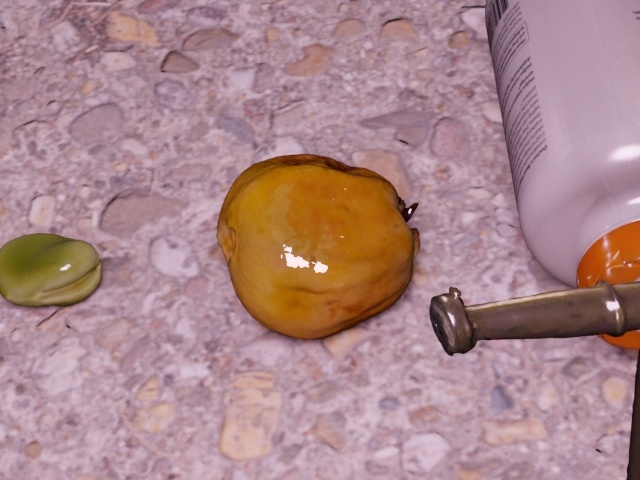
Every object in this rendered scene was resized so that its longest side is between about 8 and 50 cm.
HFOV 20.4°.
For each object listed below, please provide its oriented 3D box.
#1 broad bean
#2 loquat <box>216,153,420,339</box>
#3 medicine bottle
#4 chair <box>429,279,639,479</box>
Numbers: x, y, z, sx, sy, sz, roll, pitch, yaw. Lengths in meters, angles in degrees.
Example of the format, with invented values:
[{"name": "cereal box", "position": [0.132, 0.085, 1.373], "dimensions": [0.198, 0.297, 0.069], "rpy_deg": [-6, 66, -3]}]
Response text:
[{"name": "broad bean", "position": [-0.194, 0.021, 1.253], "dimensions": [0.083, 0.045, 0.063], "rpy_deg": [5, 50, 25]}, {"name": "loquat", "position": [0.000, 0.000, 1.187], "dimensions": [0.137, 0.113, 0.137], "rpy_deg": [2, 40, -1]}, {"name": "medicine bottle", "position": [0.200, -0.070, 1.173], "dimensions": [0.157, 0.157, 0.288], "rpy_deg": [-8, 50, 5]}, {"name": "chair", "position": [0.317, 0.189, 0.817], "dimensions": [0.410, 0.364, 0.362], "rpy_deg": [-21, 49, -13]}]
